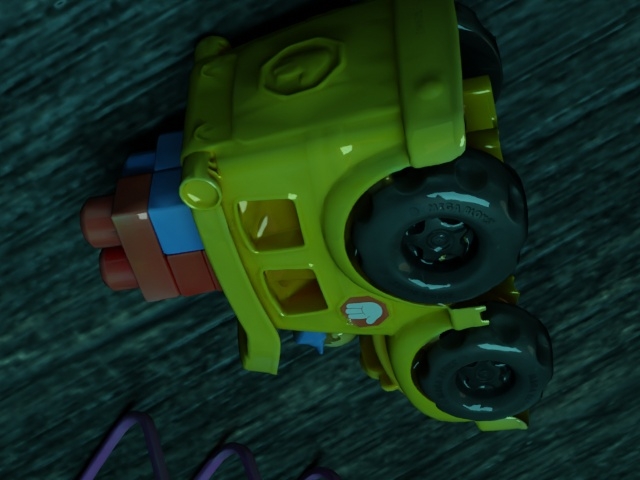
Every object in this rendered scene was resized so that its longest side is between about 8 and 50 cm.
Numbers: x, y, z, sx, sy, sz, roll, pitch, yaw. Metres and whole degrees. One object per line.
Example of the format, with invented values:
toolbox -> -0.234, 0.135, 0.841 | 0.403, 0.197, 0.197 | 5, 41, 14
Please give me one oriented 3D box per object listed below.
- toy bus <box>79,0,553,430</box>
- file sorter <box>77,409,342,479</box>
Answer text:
toy bus -> 0.000, 0.000, 0.669 | 0.211, 0.149, 0.220 | -12, 132, 9
file sorter -> -0.018, 0.250, 0.803 | 0.290, 0.202, 0.182 | 23, 115, -30
